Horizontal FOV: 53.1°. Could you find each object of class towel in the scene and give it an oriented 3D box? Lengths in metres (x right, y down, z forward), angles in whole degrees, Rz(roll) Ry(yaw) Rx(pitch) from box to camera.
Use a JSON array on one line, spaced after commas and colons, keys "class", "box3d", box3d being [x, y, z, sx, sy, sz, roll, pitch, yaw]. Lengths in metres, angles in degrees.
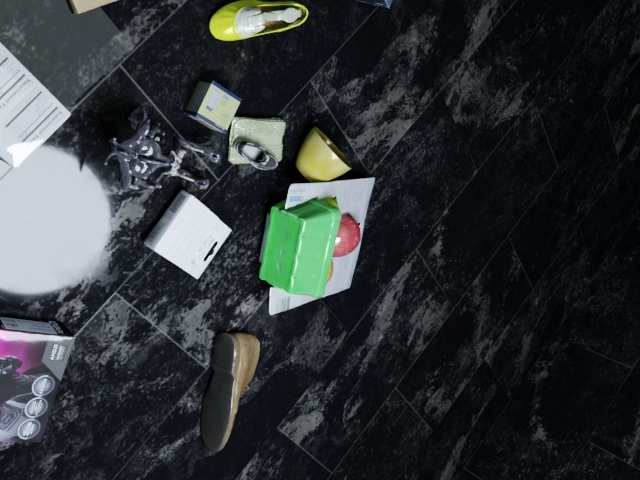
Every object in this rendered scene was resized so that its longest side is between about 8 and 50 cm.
[{"class": "towel", "box3d": [-0.145, -0.229, 1.472, 0.148, 0.027, 0.110, -7, 111, -39]}]

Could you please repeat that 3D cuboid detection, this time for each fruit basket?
[{"class": "fruit basket", "box3d": [0.000, 0.000, 1.621, 0.353, 0.165, 0.327, -18, 124, -56]}]

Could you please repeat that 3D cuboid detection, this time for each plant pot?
[{"class": "plant pot", "box3d": [-0.004, -0.193, 1.550, 0.095, 0.134, 0.134, -42, 133, 12]}]

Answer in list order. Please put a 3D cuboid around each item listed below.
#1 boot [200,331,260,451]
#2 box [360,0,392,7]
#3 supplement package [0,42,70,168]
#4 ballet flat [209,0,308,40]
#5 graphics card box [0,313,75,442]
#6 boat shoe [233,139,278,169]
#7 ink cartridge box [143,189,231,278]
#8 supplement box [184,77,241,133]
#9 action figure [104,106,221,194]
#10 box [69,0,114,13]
[{"class": "boot", "box3d": [-0.217, 0.376, 1.591, 0.115, 0.112, 0.306, 4, 101, -52]}, {"class": "box", "box3d": [0.091, -0.699, 1.325, 0.294, 0.182, 0.296, -69, 159, 1]}, {"class": "supplement package", "box3d": [-0.558, -0.254, 1.037, 0.134, 0.139, 0.244, -51, 130, -15]}, {"class": "ballet flat", "box3d": [-0.124, -0.474, 1.365, 0.230, 0.077, 0.077, -22, 120, -33]}, {"class": "graphics card box", "box3d": [-0.667, 0.245, 1.163, 0.370, 0.094, 0.233, 17, 94, -43]}, {"class": "boat shoe", "box3d": [-0.139, -0.190, 1.447, 0.125, 0.038, 0.046, 30, 88, -42]}, {"class": "ink cartridge box", "box3d": [-0.292, -0.011, 1.433, 0.145, 0.045, 0.179, -57, 150, -10]}, {"class": "supplement box", "box3d": [-0.229, -0.285, 1.360, 0.083, 0.056, 0.083, 27, 88, -43]}, {"class": "action figure", "box3d": [-0.333, -0.168, 1.264, 0.275, 0.140, 0.164, 6, 105, -57]}, {"class": "box", "box3d": [-0.405, -0.530, 1.145, 0.164, 0.021, 0.201, -33, 125, -27]}]
